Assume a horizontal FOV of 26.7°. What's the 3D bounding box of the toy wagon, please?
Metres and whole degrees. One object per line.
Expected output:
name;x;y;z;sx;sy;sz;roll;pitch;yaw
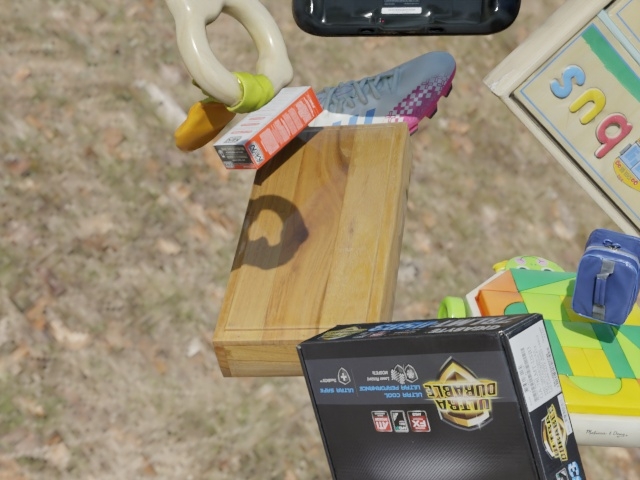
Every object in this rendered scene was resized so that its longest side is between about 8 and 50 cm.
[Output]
toy wagon;0.273;0.108;1.570;0.267;0.068;0.344;5;35;-12

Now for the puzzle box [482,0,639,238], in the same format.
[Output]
puzzle box;0.403;-0.134;1.499;0.409;0.272;0.052;40;13;-29

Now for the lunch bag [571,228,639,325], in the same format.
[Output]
lunch bag;0.311;0.039;1.452;0.065;0.067;0.098;-58;155;-48

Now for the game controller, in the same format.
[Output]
game controller;0.117;-0.361;1.852;0.067;0.319;0.166;22;70;-76

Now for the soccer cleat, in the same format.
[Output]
soccer cleat;0.059;-0.203;2.110;0.143;0.331;0.116;44;15;-27

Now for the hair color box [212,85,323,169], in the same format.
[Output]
hair color box;-0.070;-0.151;1.809;0.141;0.072;0.043;-43;118;-30

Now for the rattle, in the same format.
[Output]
rattle;-0.126;-0.205;1.309;0.130;0.143;0.200;-43;101;-29

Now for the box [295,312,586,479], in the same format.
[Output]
box;0.129;0.227;1.367;0.073;0.295;0.293;-20;99;-43

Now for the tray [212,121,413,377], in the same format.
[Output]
tray;0.000;0.000;1.752;0.411;0.202;0.076;-79;162;-47
